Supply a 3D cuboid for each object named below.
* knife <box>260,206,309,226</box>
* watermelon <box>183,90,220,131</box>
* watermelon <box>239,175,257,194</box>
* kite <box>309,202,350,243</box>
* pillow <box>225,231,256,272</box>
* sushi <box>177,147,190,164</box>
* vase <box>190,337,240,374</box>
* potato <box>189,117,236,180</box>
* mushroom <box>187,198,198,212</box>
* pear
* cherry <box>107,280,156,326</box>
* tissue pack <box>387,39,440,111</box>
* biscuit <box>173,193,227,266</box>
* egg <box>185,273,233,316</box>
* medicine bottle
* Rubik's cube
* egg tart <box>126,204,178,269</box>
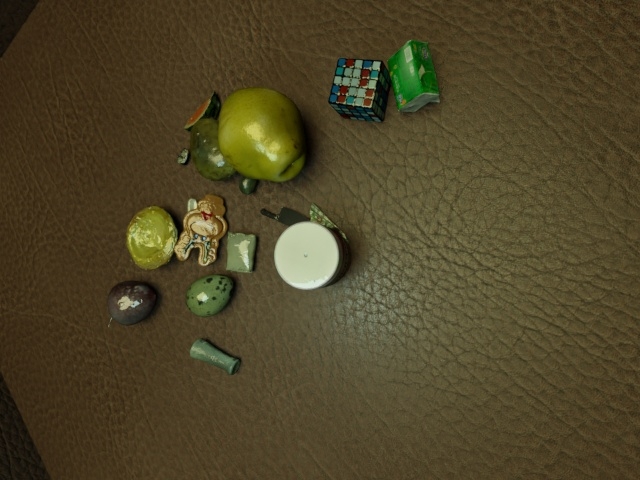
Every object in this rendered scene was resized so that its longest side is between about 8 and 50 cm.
[{"bbox_3d":[-0.156,-0.107,1.775,0.245,0.019,0.072,22,94,23],"label":"knife"},{"bbox_3d":[-0.562,-0.597,1.940,0.245,0.063,0.119,-43,56,20],"label":"watermelon"},{"bbox_3d":[-0.322,-0.260,1.818,0.078,0.078,0.111,20,90,21],"label":"watermelon"},{"bbox_3d":[0.000,0.000,1.719,0.267,0.013,0.323,-1,89,21],"label":"kite"},{"bbox_3d":[-0.355,0.057,1.819,0.134,0.077,0.182,6,91,21],"label":"pillow"},{"bbox_3d":[-0.660,-0.403,1.972,0.046,0.044,0.083,31,101,20],"label":"sushi"},{"bbox_3d":[-0.473,0.530,1.843,0.219,0.096,0.096,20,95,18],"label":"vase"},{"bbox_3d":[-0.480,-0.408,1.835,0.210,0.173,0.308,-28,76,26],"label":"potato"},{"bbox_3d":[-0.597,-0.089,1.918,0.084,0.071,0.209,-3,87,-12],"label":"mushroom"},{"bbox_3d":[-0.233,-0.422,1.650,0.418,0.362,0.362,45,103,20],"label":"pear"},{"bbox_3d":[-0.923,0.301,1.976,0.265,0.183,0.214,-20,89,4],"label":"cherry"},{"bbox_3d":[0.367,-0.614,1.541,0.148,0.156,0.209,-21,80,56],"label":"tissue pack"},{"bbox_3d":[-0.536,-0.049,1.864,0.201,0.047,0.334,19,83,-5],"label":"biscuit"},{"bbox_3d":[-0.490,0.239,1.815,0.228,0.177,0.177,-34,76,-1],"label":"egg"},{"bbox_3d":[-0.024,0.061,1.583,0.252,0.241,0.253,-1,87,15],"label":"medicine bottle"},{"bbox_3d":[0.158,-0.582,1.589,0.186,0.182,0.184,12,93,22],"label":"Rubik's cube"},{"bbox_3d":[-0.796,-0.013,1.972,0.314,0.120,0.315,-1,86,20],"label":"egg tart"}]
